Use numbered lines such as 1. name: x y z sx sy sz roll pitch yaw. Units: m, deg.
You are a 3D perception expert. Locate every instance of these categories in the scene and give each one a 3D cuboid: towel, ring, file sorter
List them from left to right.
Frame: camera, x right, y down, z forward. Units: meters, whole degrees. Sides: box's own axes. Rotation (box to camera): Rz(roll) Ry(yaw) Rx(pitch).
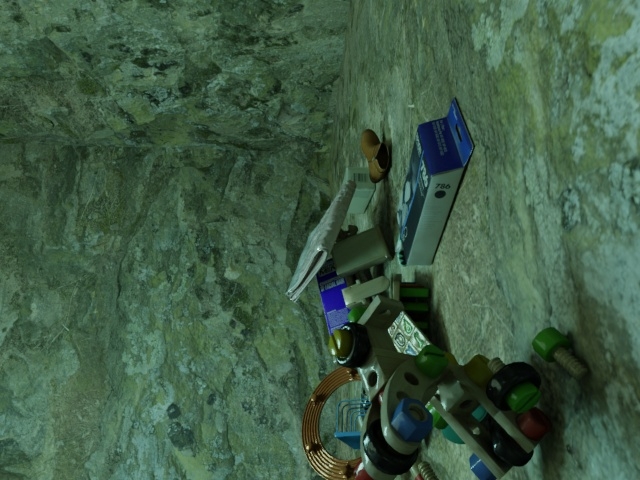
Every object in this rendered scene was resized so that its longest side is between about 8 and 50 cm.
1. towel: 0.000 0.000 1.599 0.317 0.053 0.331 -55 10 46
2. ring: 0.079 0.492 1.363 0.032 0.337 0.336 44 -149 -39
3. file sorter: 0.127 0.544 1.448 0.170 0.118 0.104 55 -150 -50

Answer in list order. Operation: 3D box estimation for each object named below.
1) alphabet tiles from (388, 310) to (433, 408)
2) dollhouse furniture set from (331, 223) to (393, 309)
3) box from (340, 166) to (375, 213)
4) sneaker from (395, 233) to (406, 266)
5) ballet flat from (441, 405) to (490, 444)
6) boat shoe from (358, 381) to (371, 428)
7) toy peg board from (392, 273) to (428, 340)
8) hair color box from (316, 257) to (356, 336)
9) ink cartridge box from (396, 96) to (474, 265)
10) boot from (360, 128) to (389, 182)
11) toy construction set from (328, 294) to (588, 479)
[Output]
1. alphabet tiles: 0.176 0.282 1.053 0.198 0.009 0.237 52 135 41
2. dollhouse furniture set: 0.191 0.100 1.637 0.355 0.174 0.303 38 -147 -58
3. box: 0.139 -0.191 1.920 0.275 0.113 0.094 109 162 -74
4. sneaker: 0.217 0.035 1.286 0.069 0.038 0.098 95 -176 -62
5. ballet flat: 0.237 0.259 0.768 0.203 0.074 0.074 86 -179 -52
6. boat shoe: 0.164 0.532 1.623 0.219 0.078 0.070 -91 3 -48
7. toy peg board: 0.213 0.167 1.152 0.161 0.079 0.161 -12 -77 -78
8. hair color box: 0.092 0.239 1.634 0.185 0.110 0.338 41 -151 -56
9. ink cartridge box: 0.224 -0.112 1.016 0.332 0.065 0.165 96 174 -47
10. boot: 0.184 -0.294 1.594 0.152 0.073 0.197 107 152 -80
11. toy construction set: 0.127 0.213 0.649 0.237 0.258 0.308 -123 29 -51
